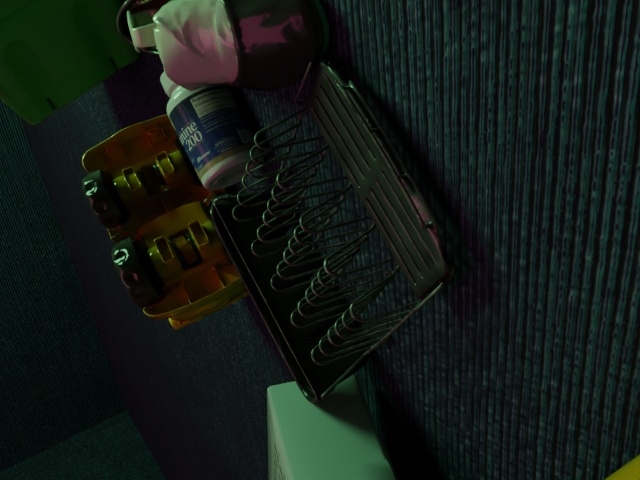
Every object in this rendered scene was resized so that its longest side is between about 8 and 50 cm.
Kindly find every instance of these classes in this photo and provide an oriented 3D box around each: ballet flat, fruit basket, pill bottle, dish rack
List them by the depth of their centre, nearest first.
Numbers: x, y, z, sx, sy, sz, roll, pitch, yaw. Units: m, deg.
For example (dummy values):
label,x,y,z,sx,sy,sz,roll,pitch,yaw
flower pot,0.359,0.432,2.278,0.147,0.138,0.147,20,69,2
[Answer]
label,x,y,z,sx,sy,sz,roll,pitch,yaw
dish rack,0.000,0.000,0.609,0.208,0.074,0.271,59,156,14
ballet flat,-0.100,-0.169,0.632,0.280,0.096,0.095,28,136,55
pill bottle,-0.109,-0.116,0.742,0.120,0.067,0.067,62,157,9
fruit basket,-0.446,-0.355,0.962,0.392,0.283,0.392,48,165,18

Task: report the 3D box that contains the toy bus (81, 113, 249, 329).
label,x,y,z,sx,sy,sz,roll,pitch,yaw
toy bus,-0.165,-0.008,0.906,0.220,0.149,0.211,62,173,16

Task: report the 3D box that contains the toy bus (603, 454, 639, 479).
label,x,y,z,sx,sy,sz,roll,pitch,yaw
toy bus,0.168,0.186,0.375,0.130,0.108,0.333,55,155,25

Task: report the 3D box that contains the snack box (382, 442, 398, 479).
label,x,y,z,sx,sy,sz,roll,pitch,yaw
snack box,0.036,0.246,0.835,0.178,0.022,0.064,-21,90,67

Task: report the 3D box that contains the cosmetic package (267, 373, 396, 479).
label,x,y,z,sx,sy,sz,roll,pitch,yaw
cosmetic package,0.021,0.360,0.713,0.284,0.097,0.378,-117,23,-51
